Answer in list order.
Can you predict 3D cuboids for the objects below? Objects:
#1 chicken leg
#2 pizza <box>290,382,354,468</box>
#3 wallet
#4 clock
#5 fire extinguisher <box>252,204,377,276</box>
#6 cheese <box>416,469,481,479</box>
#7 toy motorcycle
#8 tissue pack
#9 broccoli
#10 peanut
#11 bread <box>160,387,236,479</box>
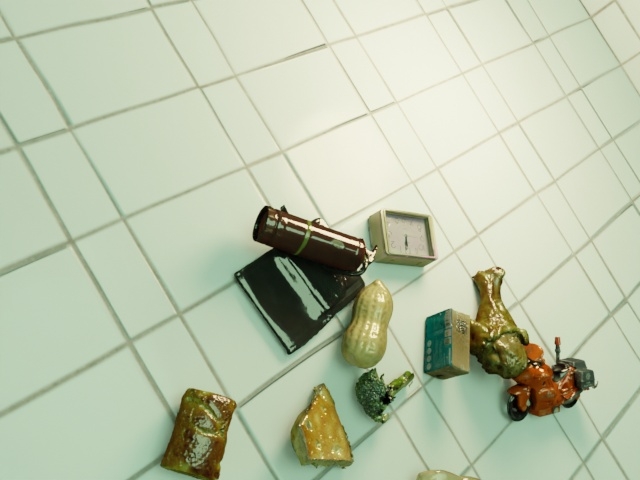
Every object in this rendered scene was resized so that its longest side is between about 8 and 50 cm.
[{"bbox_3d":[0.487,0.243,1.898,0.211,0.140,0.361,3,47,-17],"label":"chicken leg"},{"bbox_3d":[-0.016,0.442,1.537,0.188,0.080,0.204,17,50,-51],"label":"pizza"},{"bbox_3d":[-0.038,0.107,1.678,0.323,0.041,0.247,-35,89,-34],"label":"wallet"},{"bbox_3d":[0.238,-0.005,1.870,0.192,0.071,0.147,7,67,-29],"label":"clock"},{"bbox_3d":[0.000,0.000,1.659,0.341,0.105,0.141,19,54,-23],"label":"fire extinguisher"},{"bbox_3d":[0.347,0.676,1.647,0.263,0.093,0.159,22,64,-24],"label":"cheese"},{"bbox_3d":[0.671,0.407,1.934,0.325,0.147,0.221,-3,94,-30],"label":"toy motorcycle"},{"bbox_3d":[0.349,0.286,1.789,0.082,0.120,0.169,20,60,-24],"label":"tissue pack"},{"bbox_3d":[0.174,0.380,1.667,0.204,0.118,0.122,-8,50,-50],"label":"broccoli"},{"bbox_3d":[0.126,0.220,1.687,0.123,0.123,0.257,33,49,-16],"label":"peanut"},{"bbox_3d":[-0.252,0.412,1.381,0.132,0.103,0.172,23,63,-18],"label":"bread"}]
